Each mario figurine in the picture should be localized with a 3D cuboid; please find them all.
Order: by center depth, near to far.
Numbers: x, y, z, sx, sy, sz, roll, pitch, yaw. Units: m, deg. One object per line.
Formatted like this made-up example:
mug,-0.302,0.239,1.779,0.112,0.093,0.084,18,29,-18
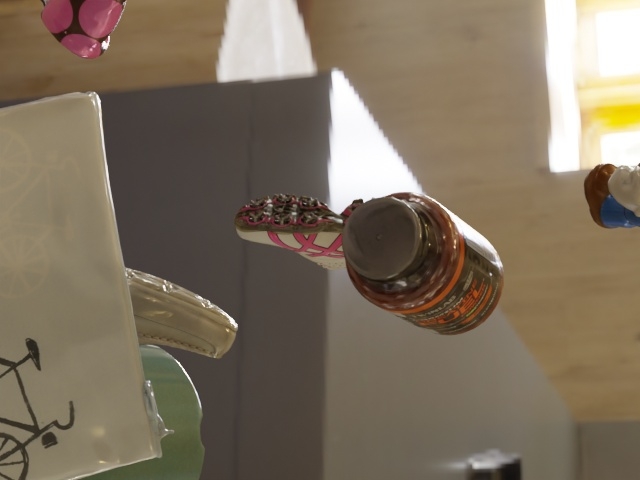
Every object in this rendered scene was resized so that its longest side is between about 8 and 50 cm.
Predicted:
mario figurine,0.458,-0.066,1.574,0.198,0.320,0.170,-46,119,-17

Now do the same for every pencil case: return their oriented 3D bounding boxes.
pencil case,-0.222,-0.302,1.479,0.095,0.209,0.098,41,30,3

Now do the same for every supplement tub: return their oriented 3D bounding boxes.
supplement tub,0.086,0.019,1.204,0.198,0.106,0.106,28,59,-63

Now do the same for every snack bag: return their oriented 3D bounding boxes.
snack bag,-0.290,0.063,0.961,0.037,0.342,0.323,-137,-145,-58

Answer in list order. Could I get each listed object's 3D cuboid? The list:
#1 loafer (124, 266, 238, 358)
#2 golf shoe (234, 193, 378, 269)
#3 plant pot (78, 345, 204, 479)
loafer,-0.240,0.070,1.319,0.112,0.319,0.112,179,-74,-86
golf shoe,0.000,0.000,1.466,0.067,0.186,0.086,-86,180,-57
plant pot,-0.346,0.252,1.714,0.334,0.341,0.341,4,82,-51
